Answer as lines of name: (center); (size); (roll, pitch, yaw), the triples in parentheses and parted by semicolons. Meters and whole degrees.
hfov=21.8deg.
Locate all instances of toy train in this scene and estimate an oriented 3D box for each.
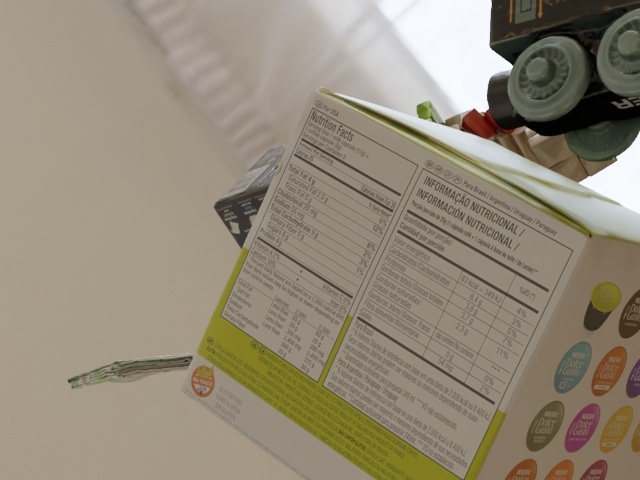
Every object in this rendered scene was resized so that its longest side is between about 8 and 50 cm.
toy train: (0.285, -0.187, 1.373); (0.142, 0.334, 0.190); (26, -120, -46)

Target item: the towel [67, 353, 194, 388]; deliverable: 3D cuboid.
towel: (-0.234, 0.166, 2.066); (0.113, 0.152, 0.023); (-3, -101, -32)

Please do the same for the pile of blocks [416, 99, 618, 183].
pile of blocks: (0.204, -0.140, 2.126); (0.112, 0.362, 0.149); (55, -133, -34)

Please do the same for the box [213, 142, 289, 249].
box: (0.000, 0.000, 2.418); (0.165, 0.143, 0.270); (-46, -69, -41)

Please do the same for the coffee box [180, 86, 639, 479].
coffee box: (0.142, 0.086, 1.610); (0.338, 0.334, 0.337); (31, -167, 35)
